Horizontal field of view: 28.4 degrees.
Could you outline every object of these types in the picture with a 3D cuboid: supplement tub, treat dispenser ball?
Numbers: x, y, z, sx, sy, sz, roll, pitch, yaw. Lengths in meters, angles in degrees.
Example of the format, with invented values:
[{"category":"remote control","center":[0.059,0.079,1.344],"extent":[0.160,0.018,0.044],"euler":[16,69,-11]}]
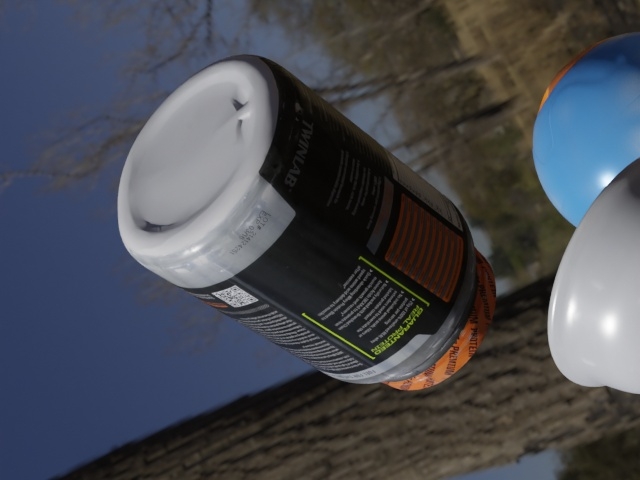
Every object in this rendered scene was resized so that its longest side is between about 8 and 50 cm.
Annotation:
[{"category":"supplement tub","center":[0.000,0.000,1.075],"extent":[0.316,0.193,0.193],"euler":[36,-156,-38]},{"category":"treat dispenser ball","center":[0.428,-0.134,1.690],"extent":[0.288,0.288,0.288],"euler":[59,-170,-17]}]

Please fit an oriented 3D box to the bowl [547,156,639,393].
[{"category":"bowl","center":[0.396,0.056,1.385],"extent":[0.134,0.298,0.298],"euler":[32,166,43]}]
